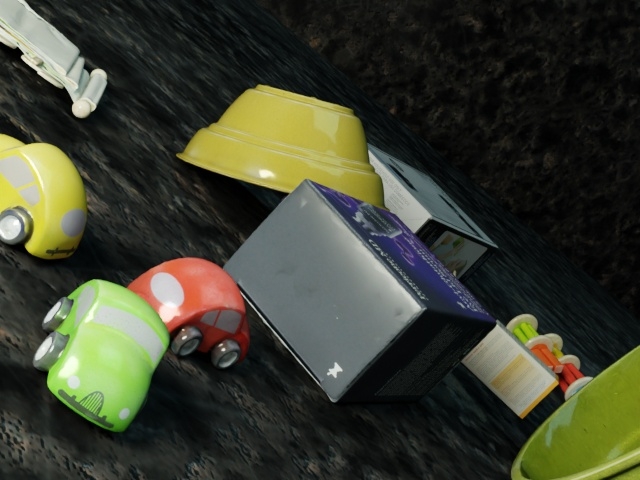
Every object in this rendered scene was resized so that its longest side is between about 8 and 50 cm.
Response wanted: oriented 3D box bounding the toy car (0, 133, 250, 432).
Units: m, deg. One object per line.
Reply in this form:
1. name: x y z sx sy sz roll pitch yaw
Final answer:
1. toy car: -0.118 0.030 0.655 0.239 0.053 0.225 38 13 -22

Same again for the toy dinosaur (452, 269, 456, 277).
1. toy dinosaur: 0.185 0.088 1.427 0.093 0.053 0.183 41 12 -14

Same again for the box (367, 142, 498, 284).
1. box: 0.125 -0.035 1.577 0.169 0.087 0.290 48 13 25

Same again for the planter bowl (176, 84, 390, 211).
1. planter bowl: -0.026 -0.098 1.098 0.217 0.090 0.217 14 6 -2

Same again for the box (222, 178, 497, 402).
1. box: 0.040 0.050 0.962 0.153 0.108 0.207 48 13 21

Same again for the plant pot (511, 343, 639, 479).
1. plant pot: 0.423 0.257 1.010 0.353 0.366 0.366 55 13 3

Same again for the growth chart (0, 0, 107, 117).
1. growth chart: -0.284 -0.201 1.008 0.237 0.021 0.172 41 13 -8

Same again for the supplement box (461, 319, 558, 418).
1. supplement box: 0.219 0.148 1.299 0.098 0.062 0.036 44 13 3

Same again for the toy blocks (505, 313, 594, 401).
1. toy blocks: 0.332 0.180 1.570 0.123 0.054 0.148 34 15 -37

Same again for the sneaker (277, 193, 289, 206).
1. sneaker: 0.000 0.000 1.163 0.071 0.068 0.170 33 -6 41
